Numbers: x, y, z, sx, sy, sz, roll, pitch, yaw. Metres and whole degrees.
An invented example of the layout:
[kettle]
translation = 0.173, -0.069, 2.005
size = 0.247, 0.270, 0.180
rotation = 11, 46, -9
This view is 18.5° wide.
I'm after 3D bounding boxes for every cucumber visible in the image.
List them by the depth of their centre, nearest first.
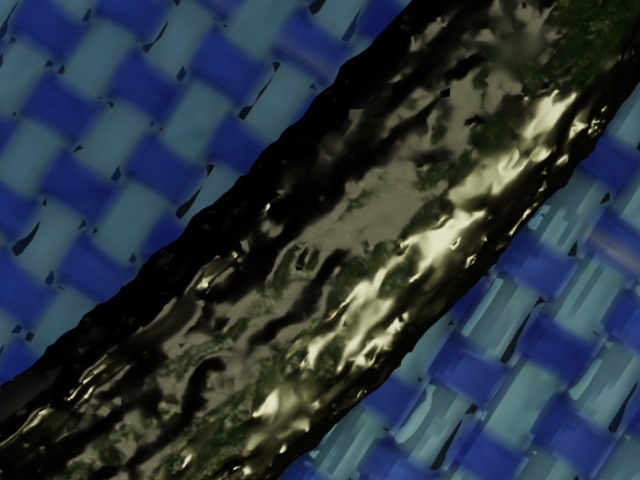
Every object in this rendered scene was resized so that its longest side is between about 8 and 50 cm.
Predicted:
[cucumber]
translation = 0.002, 0.003, 0.467
size = 0.245, 0.067, 0.067
rotation = -42, 81, 2
